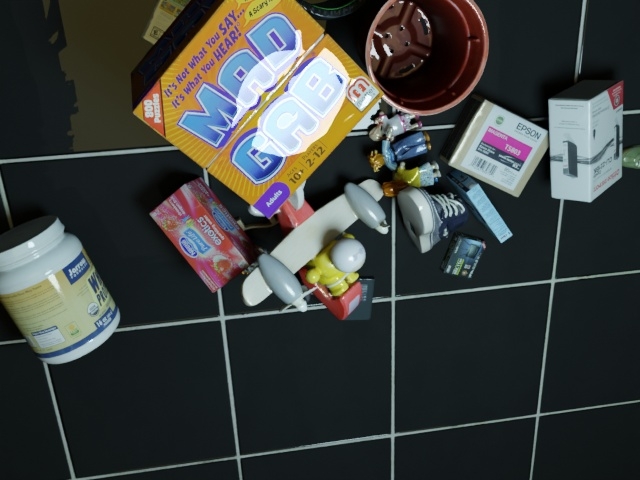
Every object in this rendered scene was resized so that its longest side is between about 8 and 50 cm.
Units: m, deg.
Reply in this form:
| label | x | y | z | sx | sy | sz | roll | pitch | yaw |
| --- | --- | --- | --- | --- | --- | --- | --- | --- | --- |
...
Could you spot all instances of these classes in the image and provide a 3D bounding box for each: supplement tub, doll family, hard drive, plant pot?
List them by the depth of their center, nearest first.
| label | x | y | z | sx | sy | sz | roll | pitch | yaw |
| --- | --- | --- | --- | --- | --- | --- | --- | --- | --- |
| plant pot | 0.206 | -0.451 | 1.469 | 0.272 | 0.265 | 0.273 | -4 | 113 | -9 |
| supplement tub | -0.664 | 0.119 | 1.577 | 0.228 | 0.228 | 0.316 | -21 | 115 | 0 |
| doll family | 0.211 | -0.205 | 1.651 | 0.163 | 0.118 | 0.263 | -22 | 114 | 0 |
| hard drive | 0.104 | 0.168 | 1.840 | 0.094 | 0.022 | 0.135 | 0 | 112 | -10 |

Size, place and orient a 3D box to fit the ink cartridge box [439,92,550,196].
| label | x | y | z | sx | sy | sz | roll | pitch | yaw |
| --- | --- | --- | --- | --- | --- | --- | --- | --- | --- |
| ink cartridge box | 0.467 | -0.251 | 1.694 | 0.234 | 0.088 | 0.193 | 21 | 108 | -16 |

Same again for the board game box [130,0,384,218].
| label | x | y | z | sx | sy | sz | roll | pitch | yaw |
| --- | --- | --- | --- | --- | --- | --- | --- | --- | --- |
| board game box | -0.154 | -0.339 | 1.377 | 0.356 | 0.356 | 0.356 | 38 | 100 | -29 |

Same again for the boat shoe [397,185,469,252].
| label | x | y | z | sx | sy | sz | roll | pitch | yaw |
| --- | --- | --- | --- | --- | --- | --- | --- | --- | --- |
| boat shoe | 0.298 | -0.084 | 1.642 | 0.158 | 0.340 | 0.127 | -33 | 73 | -1 |

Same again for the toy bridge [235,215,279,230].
| label | x | y | z | sx | sy | sz | roll | pitch | yaw |
| --- | --- | --- | --- | --- | --- | --- | --- | --- | --- |
| toy bridge | -0.137 | -0.070 | 1.699 | 0.188 | 0.026 | 0.063 | -30 | 115 | 2 |

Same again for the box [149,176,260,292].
| label | x | y | z | sx | sy | sz | roll | pitch | yaw |
| --- | --- | --- | --- | --- | --- | --- | --- | --- | --- |
| box | -0.285 | -0.016 | 1.600 | 0.128 | 0.123 | 0.257 | -36 | 96 | 16 |

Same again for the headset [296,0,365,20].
| label | x | y | z | sx | sy | sz | roll | pitch | yaw |
| --- | --- | --- | --- | --- | --- | --- | --- | --- | --- |
| headset | -0.061 | -0.652 | 1.400 | 0.394 | 0.185 | 0.244 | 28 | 89 | -24 |

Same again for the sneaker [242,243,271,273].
| label | x | y | z | sx | sy | sz | roll | pitch | yaw |
| --- | --- | --- | --- | --- | --- | --- | --- | --- | --- |
| sneaker | -0.182 | 0.059 | 1.719 | 0.214 | 0.084 | 0.083 | 34 | 103 | -10 |

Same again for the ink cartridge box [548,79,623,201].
| label | x | y | z | sx | sy | sz | roll | pitch | yaw |
| --- | --- | --- | --- | --- | --- | --- | --- | --- | --- |
| ink cartridge box | 0.696 | -0.261 | 1.668 | 0.197 | 0.114 | 0.273 | -30 | 121 | -36 |

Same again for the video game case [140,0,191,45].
| label | x | y | z | sx | sy | sz | roll | pitch | yaw |
| --- | --- | --- | --- | --- | --- | --- | --- | --- | --- |
| video game case | -0.273 | -0.510 | 1.494 | 0.226 | 0.026 | 0.206 | 26 | 106 | -18 |

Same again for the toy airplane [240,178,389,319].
| label | x | y | z | sx | sy | sz | roll | pitch | yaw |
| --- | --- | --- | --- | --- | --- | --- | --- | --- | --- |
| toy airplane | 0.000 | 0.000 | 1.594 | 0.384 | 0.272 | 0.387 | 15 | 88 | -41 |

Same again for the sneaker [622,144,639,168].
| label | x | y | z | sx | sy | sz | roll | pitch | yaw |
| --- | --- | --- | --- | --- | --- | --- | --- | --- | --- |
| sneaker | 0.938 | -0.226 | 1.783 | 0.192 | 0.086 | 0.064 | 0 | 112 | -9 |

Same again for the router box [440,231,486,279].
| label | x | y | z | sx | sy | sz | roll | pitch | yaw |
| --- | --- | --- | --- | --- | --- | --- | --- | --- | --- |
| router box | 0.410 | 0.045 | 1.832 | 0.092 | 0.038 | 0.123 | 14 | 109 | -14 |

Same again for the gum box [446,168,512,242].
| label | x | y | z | sx | sy | sz | roll | pitch | yaw |
| --- | --- | --- | --- | --- | --- | --- | --- | --- | --- |
| gum box | 0.425 | -0.097 | 1.712 | 0.041 | 0.157 | 0.184 | -37 | 113 | 6 |
